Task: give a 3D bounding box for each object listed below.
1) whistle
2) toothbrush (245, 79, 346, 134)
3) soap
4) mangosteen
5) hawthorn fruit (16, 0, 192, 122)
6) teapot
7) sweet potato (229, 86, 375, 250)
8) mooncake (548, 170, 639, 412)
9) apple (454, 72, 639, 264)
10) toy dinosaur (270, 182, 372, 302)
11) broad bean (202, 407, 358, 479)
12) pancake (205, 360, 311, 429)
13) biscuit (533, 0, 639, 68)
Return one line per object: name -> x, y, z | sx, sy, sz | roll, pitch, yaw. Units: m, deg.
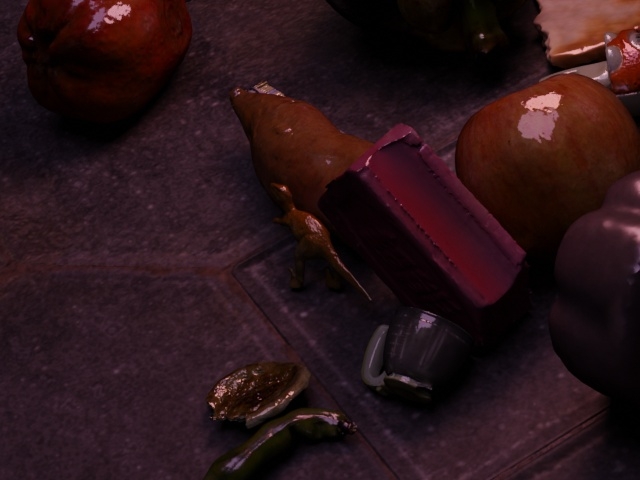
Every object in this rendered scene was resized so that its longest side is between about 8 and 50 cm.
whistle -> 0.386, -0.204, 2.105 | 0.253, 0.106, 0.102 | -10, 1, 13
toothbrush -> 0.031, -0.119, 2.202 | 0.042, 0.035, 0.413 | -33, 42, -22
soap -> 0.125, 0.001, 1.904 | 0.099, 0.162, 0.250 | -42, 88, -22
mangosteen -> 0.133, -0.400, 2.264 | 0.330, 0.330, 0.330 | -12, 41, 10
hawthorn fruit -> -0.275, -0.278, 2.386 | 0.261, 0.224, 0.224 | -24, 36, -37
teapot -> 0.102, 0.130, 1.880 | 0.092, 0.124, 0.091 | 28, 73, -7
sweet potato -> -0.023, -0.097, 2.137 | 0.131, 0.131, 0.336 | -37, 43, -19
mooncake -> 0.335, 0.054, 1.741 | 0.245, 0.245, 0.133 | -40, 37, -21
apple -> 0.253, -0.081, 1.940 | 0.211, 0.188, 0.211 | -28, 2, 1
toy dinosaur -> 0.000, 0.000, 2.012 | 0.039, 0.126, 0.162 | -21, 19, -35
broad bean -> -0.058, 0.222, 1.856 | 0.195, 0.046, 0.061 | -26, 38, -8
pancake -> -0.067, 0.165, 1.922 | 0.116, 0.023, 0.129 | -38, 26, -32
biscuit -> 0.373, -0.334, 2.295 | 0.204, 0.040, 0.309 | -13, 41, 10
